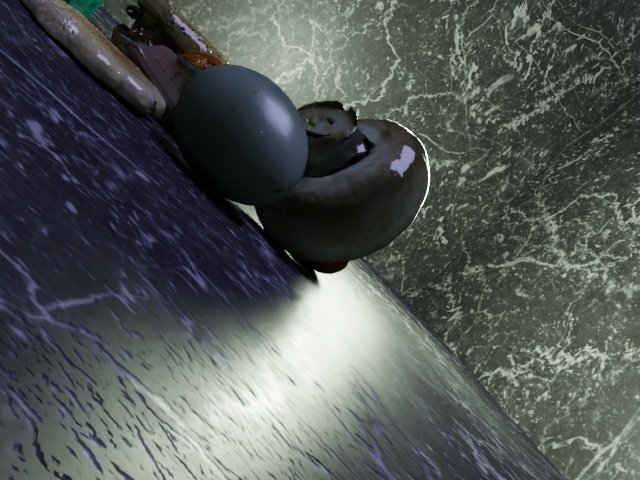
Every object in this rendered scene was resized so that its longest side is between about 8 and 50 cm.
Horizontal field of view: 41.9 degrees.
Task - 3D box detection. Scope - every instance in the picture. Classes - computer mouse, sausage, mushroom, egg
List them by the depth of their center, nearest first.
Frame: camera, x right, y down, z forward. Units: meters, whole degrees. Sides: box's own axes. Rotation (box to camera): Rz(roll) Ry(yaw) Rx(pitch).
[{"bbox_3d":[-0.133,-0.176,1.383,0.283,0.203,0.203,55,9,33],"label":"egg"},{"bbox_3d":[0.034,-0.116,1.544,0.352,0.352,0.260,49,-25,50],"label":"mushroom"},{"bbox_3d":[-0.278,-0.276,1.633,0.389,0.115,0.199,39,-14,9],"label":"computer mouse"},{"bbox_3d":[0.000,0.000,1.757,0.102,0.102,0.330,44,3,-16],"label":"sausage"}]

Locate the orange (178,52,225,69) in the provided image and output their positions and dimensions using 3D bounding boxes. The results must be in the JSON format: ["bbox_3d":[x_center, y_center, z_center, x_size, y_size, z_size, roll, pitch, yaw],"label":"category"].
[{"bbox_3d":[-0.284,-0.351,2.007,0.234,0.182,0.234,31,6,-4],"label":"orange"}]

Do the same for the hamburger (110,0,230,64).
[{"bbox_3d":[-0.410,-0.509,2.211,0.277,0.195,0.318,44,1,-44],"label":"hamburger"}]

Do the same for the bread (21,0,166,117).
[{"bbox_3d":[-0.386,-0.326,1.453,0.316,0.054,0.316,43,4,-4],"label":"bread"}]

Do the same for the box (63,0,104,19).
[{"bbox_3d":[-0.606,-0.605,1.843,0.245,0.092,0.153,46,3,0],"label":"box"}]
